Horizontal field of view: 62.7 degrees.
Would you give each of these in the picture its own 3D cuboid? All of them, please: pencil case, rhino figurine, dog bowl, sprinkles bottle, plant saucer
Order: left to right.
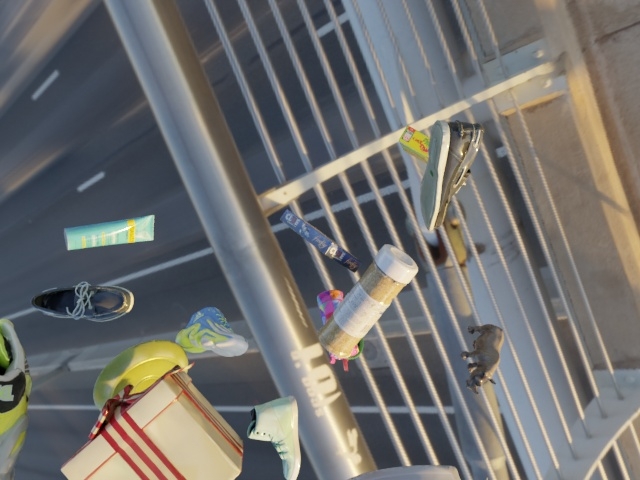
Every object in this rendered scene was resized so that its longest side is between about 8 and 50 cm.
[{"bbox_3d":[-0.435,0.357,1.309,0.037,0.241,0.241,39,133,41],"label":"plant saucer"},{"bbox_3d":[0.053,0.286,1.776,0.104,0.104,0.236,-41,51,42],"label":"pencil case"},{"bbox_3d":[0.132,0.180,1.531,0.121,0.121,0.355,41,112,14],"label":"sprinkles bottle"},{"bbox_3d":[0.223,0.621,1.224,0.349,0.102,0.348,0,143,0],"label":"dog bowl"},{"bbox_3d":[0.453,0.327,1.465,0.106,0.243,0.073,-24,114,38],"label":"rhino figurine"}]

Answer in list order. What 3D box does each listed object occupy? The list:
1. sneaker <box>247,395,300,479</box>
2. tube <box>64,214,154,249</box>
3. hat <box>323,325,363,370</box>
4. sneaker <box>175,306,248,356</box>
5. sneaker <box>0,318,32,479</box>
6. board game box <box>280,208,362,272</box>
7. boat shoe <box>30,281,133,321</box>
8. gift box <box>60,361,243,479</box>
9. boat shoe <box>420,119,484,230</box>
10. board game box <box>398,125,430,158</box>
[{"bbox_3d":[-0.144,0.601,1.571,0.094,0.151,0.255,180,86,-71],"label":"sneaker"},{"bbox_3d":[-0.515,-0.018,1.294,0.052,0.207,0.080,55,141,34],"label":"tube"},{"bbox_3d":[0.048,0.402,1.989,0.183,0.173,0.208,-42,71,44],"label":"hat"},{"bbox_3d":[-0.271,0.225,1.354,0.240,0.126,0.091,-3,144,33],"label":"sneaker"},{"bbox_3d":[-0.413,0.143,0.618,0.385,0.145,0.147,26,91,43],"label":"sneaker"},{"bbox_3d":[0.000,0.000,1.620,0.243,0.165,0.042,37,93,43],"label":"board game box"},{"bbox_3d":[-0.599,0.152,1.320,0.255,0.079,0.095,2,77,12],"label":"boat shoe"},{"bbox_3d":[-0.303,0.386,1.033,0.258,0.276,0.255,47,165,-1],"label":"gift box"},{"bbox_3d":[0.220,-0.102,0.905,0.233,0.079,0.084,92,169,-48],"label":"boat shoe"},{"bbox_3d":[0.254,-0.235,1.329,0.092,0.181,0.043,32,98,10],"label":"board game box"}]
